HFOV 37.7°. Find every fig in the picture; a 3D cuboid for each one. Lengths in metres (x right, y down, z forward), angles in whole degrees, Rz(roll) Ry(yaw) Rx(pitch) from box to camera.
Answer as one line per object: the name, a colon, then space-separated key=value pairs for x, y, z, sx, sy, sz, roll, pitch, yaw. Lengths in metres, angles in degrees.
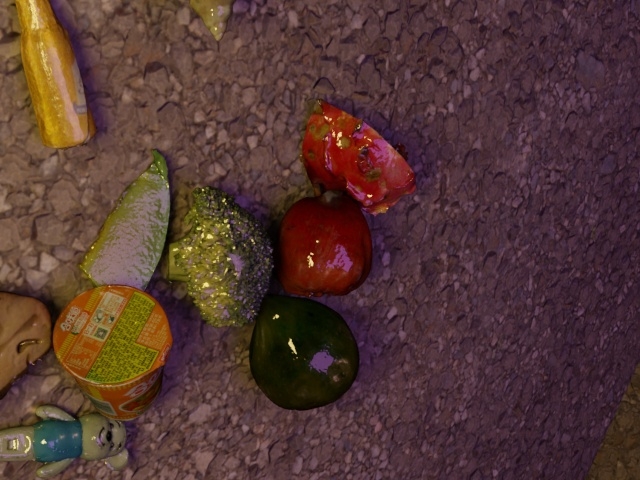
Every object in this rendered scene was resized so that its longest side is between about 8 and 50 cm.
fig: x=-0.048 y=0.183 z=1.645 sx=0.195 sy=0.195 sz=0.245 roll=-51 pitch=125 yaw=-19

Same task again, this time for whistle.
whistle: x=-0.391 y=0.304 z=1.429 sx=0.236 sy=0.077 sz=0.113 roll=5 pitch=81 yaw=-42

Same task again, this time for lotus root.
lotus root: x=-0.477 y=0.153 z=1.256 sx=0.261 sy=0.075 sz=0.170 roll=-38 pitch=127 yaw=-47

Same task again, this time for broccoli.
broccoli: x=-0.159 y=0.036 z=1.506 sx=0.176 sy=0.226 sz=0.197 roll=21 pitch=47 yaw=-13

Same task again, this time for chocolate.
chocolate: x=-0.370 y=-0.235 z=1.275 sx=0.086 sy=0.086 sz=0.219 roll=-30 pitch=120 yaw=-34

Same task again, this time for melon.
melon: x=-0.296 y=-0.016 z=1.451 sx=0.114 sy=0.053 sz=0.261 roll=23 pitch=83 yaw=-27

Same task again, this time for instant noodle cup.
instant noodle cup: x=-0.298 y=0.181 z=1.392 sx=0.168 sy=0.168 sz=0.185 roll=-43 pitch=159 yaw=-26

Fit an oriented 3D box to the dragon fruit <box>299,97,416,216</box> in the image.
dragon fruit: x=0.071 y=-0.121 z=1.674 sx=0.126 sy=0.161 sz=0.274 roll=-57 pitch=136 yaw=-17

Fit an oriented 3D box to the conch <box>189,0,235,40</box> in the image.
conch: x=-0.201 y=-0.468 z=1.318 sx=0.386 sy=0.170 sz=0.203 roll=64 pitch=26 yaw=4

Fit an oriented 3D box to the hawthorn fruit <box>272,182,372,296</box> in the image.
hawthorn fruit: x=0.000 y=0.000 z=1.643 sx=0.185 sy=0.185 sz=0.202 roll=-5 pitch=92 yaw=-43
